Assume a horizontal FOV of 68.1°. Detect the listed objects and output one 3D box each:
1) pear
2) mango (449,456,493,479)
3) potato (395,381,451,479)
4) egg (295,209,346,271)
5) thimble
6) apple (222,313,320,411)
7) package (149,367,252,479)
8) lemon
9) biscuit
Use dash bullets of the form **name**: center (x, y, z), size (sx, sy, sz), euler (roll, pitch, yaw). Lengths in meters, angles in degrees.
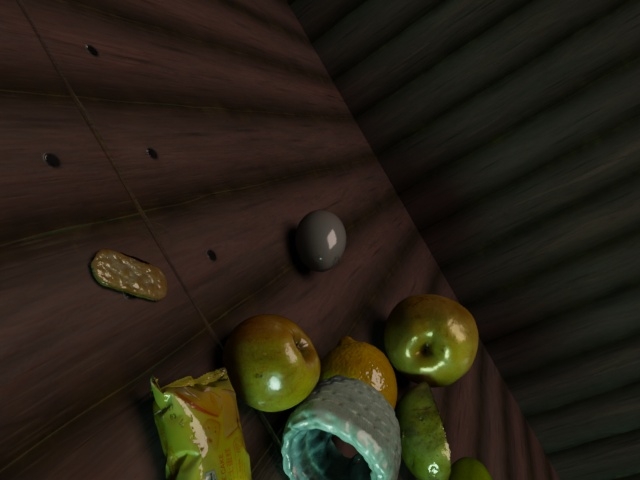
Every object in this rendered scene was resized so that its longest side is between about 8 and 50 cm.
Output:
- **pear**: center (0.349, 0.311, 1.509), size (0.314, 0.314, 0.314), euler (45, 27, -32)
- **mango**: center (0.431, 0.742, 1.349), size (0.192, 0.156, 0.343), euler (63, 22, 4)
- **potato**: center (0.259, 0.531, 1.294), size (0.111, 0.160, 0.272), euler (3, 45, -12)
- **egg**: center (0.000, 0.000, 1.335), size (0.146, 0.146, 0.199), euler (46, 34, -31)
- **thimble**: center (0.046, 0.395, 0.897), size (0.250, 0.205, 0.172), euler (59, 22, -1)
- **apple**: center (-0.088, 0.225, 0.884), size (0.182, 0.155, 0.182), euler (42, 31, -33)
- **package**: center (-0.175, 0.301, 0.702), size (0.168, 0.090, 0.226), euler (11, 56, -58)
- **lemon**: center (0.081, 0.330, 1.069), size (0.187, 0.186, 0.244), euler (34, 38, -46)
- **biscuit**: center (-0.314, 0.058, 0.790), size (0.147, 0.018, 0.071), euler (32, 38, -50)
